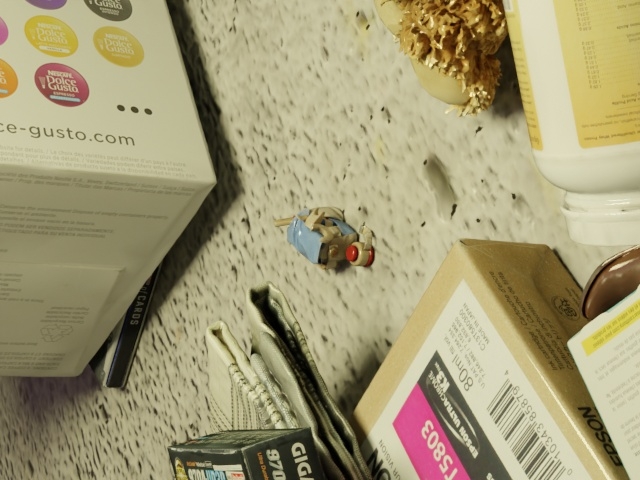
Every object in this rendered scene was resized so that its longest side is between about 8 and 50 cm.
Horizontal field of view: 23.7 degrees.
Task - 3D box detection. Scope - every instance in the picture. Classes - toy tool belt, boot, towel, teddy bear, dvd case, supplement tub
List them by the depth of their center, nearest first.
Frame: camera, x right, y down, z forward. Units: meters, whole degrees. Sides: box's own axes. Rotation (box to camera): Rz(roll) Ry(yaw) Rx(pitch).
[{"bbox_3d":[0.178,-0.108,0.832,0.144,0.144,0.199,4,109,57],"label":"supplement tub"},{"bbox_3d":[0.210,0.051,0.900,0.106,0.037,0.114,-55,48,37],"label":"boot"},{"bbox_3d":[0.123,-0.246,1.019,0.245,0.113,0.338,-128,45,-61],"label":"teddy bear"},{"bbox_3d":[-0.017,0.237,1.130,0.324,0.056,0.312,98,153,-43],"label":"towel"},{"bbox_3d":[0.000,0.000,1.217,0.083,0.051,0.052,34,115,53],"label":"toy tool belt"},{"bbox_3d":[-0.215,0.005,1.574,0.179,0.030,0.238,48,125,49],"label":"dvd case"}]

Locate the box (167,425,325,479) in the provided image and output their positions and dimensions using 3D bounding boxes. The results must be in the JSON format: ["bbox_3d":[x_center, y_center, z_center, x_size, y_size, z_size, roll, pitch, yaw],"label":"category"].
[{"bbox_3d":[-0.038,0.218,1.043,0.220,0.051,0.175,157,98,-70],"label":"box"}]

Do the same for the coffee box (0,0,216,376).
[{"bbox_3d":[-0.350,-0.099,1.456,0.338,0.338,0.334,-52,44,42],"label":"coffee box"}]

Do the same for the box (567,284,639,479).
[{"bbox_3d":[0.229,0.134,0.805,0.100,0.060,0.244,-46,58,45],"label":"box"}]

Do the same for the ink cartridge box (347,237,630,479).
[{"bbox_3d":[0.125,0.145,0.973,0.193,0.088,0.234,-62,41,31],"label":"ink cartridge box"}]
